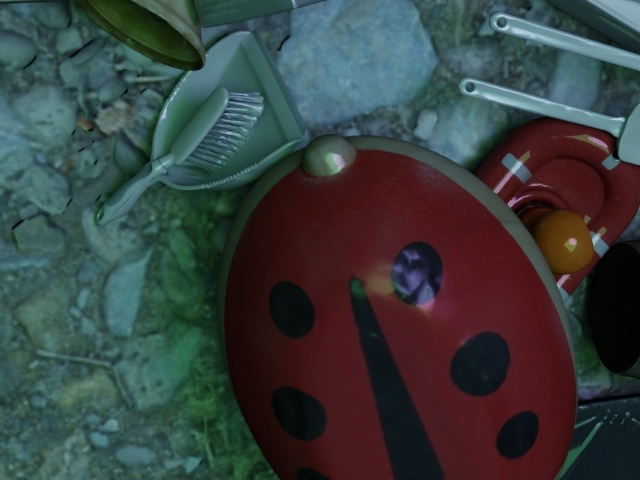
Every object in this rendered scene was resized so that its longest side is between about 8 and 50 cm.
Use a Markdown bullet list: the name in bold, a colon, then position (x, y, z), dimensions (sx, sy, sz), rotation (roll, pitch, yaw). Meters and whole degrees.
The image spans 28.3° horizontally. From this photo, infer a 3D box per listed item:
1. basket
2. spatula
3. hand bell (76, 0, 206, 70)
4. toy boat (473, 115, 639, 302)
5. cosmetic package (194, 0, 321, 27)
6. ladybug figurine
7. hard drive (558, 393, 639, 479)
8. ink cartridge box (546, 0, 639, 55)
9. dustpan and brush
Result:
- **basket**: position (0.391, 0.071, 1.226), dimensions (0.227, 0.154, 0.204), rotation (3, 111, -14)
- **spatula**: position (0.250, -0.161, 1.118), dimensions (0.242, 0.019, 0.168), rotation (12, 109, -13)
- **hand bell**: position (-0.099, -0.281, 1.094), dimensions (0.126, 0.126, 0.242), rotation (31, 77, -16)
- **toy boat**: position (0.207, -0.008, 1.170), dimensions (0.151, 0.151, 0.231), rotation (40, 88, -17)
- **cosmetic package**: position (0.013, -0.251, 1.051), dimensions (0.238, 0.127, 0.107), rotation (-25, 106, -36)
- **ladybug figurine**: position (0.067, 0.119, 1.091), dimensions (0.305, 0.162, 0.449), rotation (-18, 116, 11)
- **hard drive**: position (0.295, 0.237, 1.281), dimensions (0.255, 0.054, 0.171), rotation (-6, 100, -12)
- **ink cartridge box**: position (0.331, -0.315, 1.171), dimensions (0.198, 0.115, 0.272), rotation (27, 93, -16)
- **dustpan and brush**: position (-0.119, -0.077, 1.112), dimensions (0.060, 0.147, 0.211), rotation (17, 127, -43)
